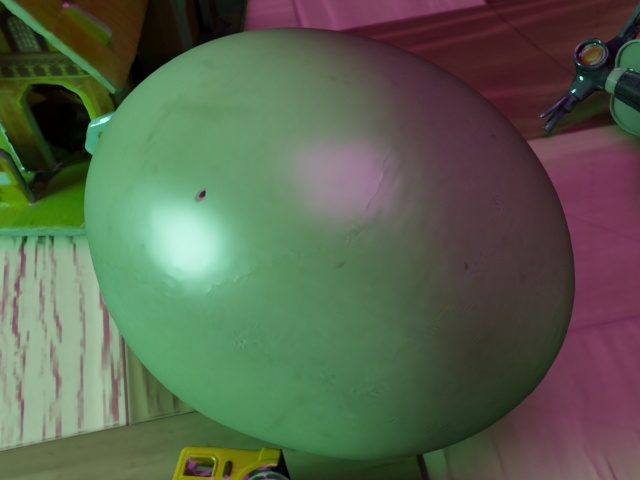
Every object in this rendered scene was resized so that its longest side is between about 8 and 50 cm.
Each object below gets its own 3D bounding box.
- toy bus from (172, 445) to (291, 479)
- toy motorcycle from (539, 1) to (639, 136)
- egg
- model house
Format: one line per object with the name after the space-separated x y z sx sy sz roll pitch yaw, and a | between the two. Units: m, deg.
-0.052 0.184 0.398 0.074 0.070 0.162 4 51 9 | toy bus
0.287 -0.137 0.613 0.157 0.091 0.263 26 56 32 | toy motorcycle
0.000 0.000 0.443 0.269 0.219 0.219 31 61 30 | egg
-0.240 -0.213 0.562 0.340 0.324 0.300 0 51 5 | model house
